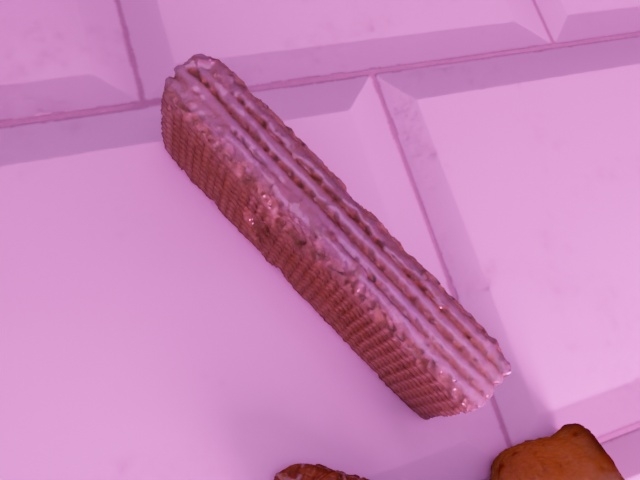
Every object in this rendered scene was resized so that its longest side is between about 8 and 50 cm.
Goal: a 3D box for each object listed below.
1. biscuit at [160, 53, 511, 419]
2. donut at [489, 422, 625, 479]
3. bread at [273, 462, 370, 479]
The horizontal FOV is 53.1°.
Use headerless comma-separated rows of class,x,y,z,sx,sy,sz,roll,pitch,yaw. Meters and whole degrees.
biscuit,0.000,0.000,0.641,0.426,0.144,0.078,45,68,5
donut,0.230,0.320,0.588,0.112,0.151,0.295,0,71,-4
bread,0.054,0.287,0.590,0.233,0.076,0.105,35,64,1
